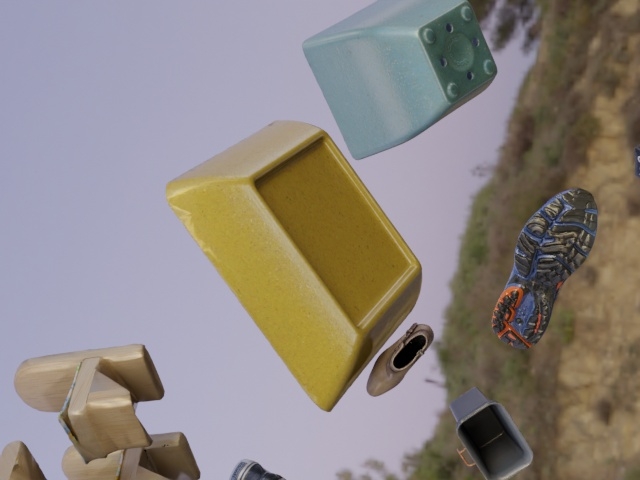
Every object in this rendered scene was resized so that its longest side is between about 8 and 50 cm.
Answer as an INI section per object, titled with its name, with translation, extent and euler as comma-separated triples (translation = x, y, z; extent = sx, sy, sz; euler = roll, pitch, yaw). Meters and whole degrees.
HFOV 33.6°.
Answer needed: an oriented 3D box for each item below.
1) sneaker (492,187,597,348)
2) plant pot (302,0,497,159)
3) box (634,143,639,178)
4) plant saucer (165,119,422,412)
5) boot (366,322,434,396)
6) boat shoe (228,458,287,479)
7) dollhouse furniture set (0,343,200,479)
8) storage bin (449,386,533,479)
[sneaker]
translation = 0.270, 0.024, 1.288
extent = 0.087, 0.083, 0.221
euler = -54, -11, -56
[plant pot]
translation = 0.170, -0.317, 1.930
extent = 0.248, 0.252, 0.247
euler = -35, -73, -32
[box]
translation = 0.722, -0.133, 1.724
extent = 0.295, 0.293, 0.073
euler = -28, -51, -19
[plant saucer]
translation = 0.000, 0.000, 1.353
extent = 0.333, 0.081, 0.333
euler = 54, -149, -3
[boot]
translation = 0.095, 0.149, 1.303
extent = 0.118, 0.042, 0.087
euler = -54, -4, 3
[boat shoe]
translation = -0.046, 0.331, 1.282
extent = 0.065, 0.083, 0.183
euler = -58, -32, -23
[dollhouse furniture set]
translation = -0.260, 0.366, 1.002
extent = 0.362, 0.256, 0.394
euler = -87, -15, -51
[storage bin]
translation = 0.256, 0.304, 1.673
extent = 0.135, 0.098, 0.091
euler = 56, -179, -20
